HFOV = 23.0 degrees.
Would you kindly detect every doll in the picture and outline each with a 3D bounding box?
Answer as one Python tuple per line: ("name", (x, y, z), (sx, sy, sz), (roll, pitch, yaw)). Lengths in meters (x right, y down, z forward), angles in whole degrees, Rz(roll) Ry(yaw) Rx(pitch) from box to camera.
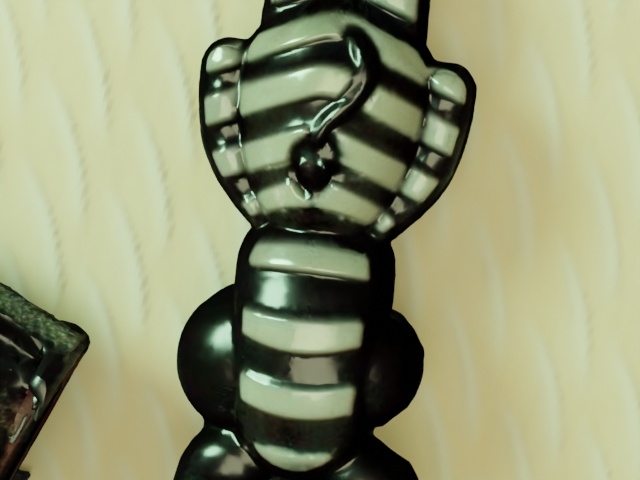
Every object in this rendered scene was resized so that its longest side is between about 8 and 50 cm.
("doll", (0.000, 0.000, 0.523), (0.091, 0.067, 0.219), (7, 94, 5))

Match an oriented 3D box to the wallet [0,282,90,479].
("wallet", (-0.232, 0.085, 0.548), (0.221, 0.071, 0.262), (31, 106, -4))
